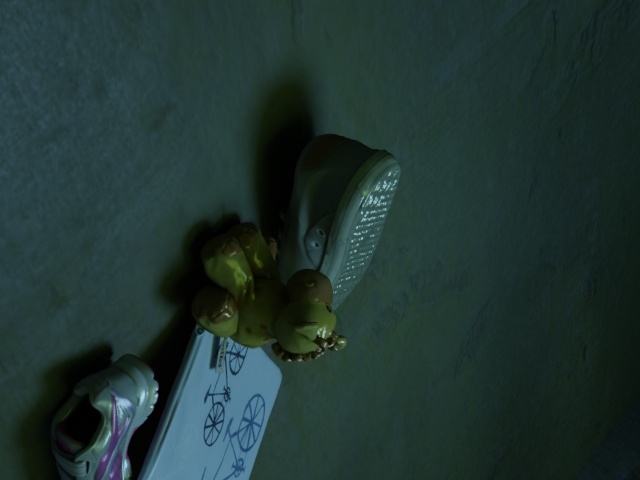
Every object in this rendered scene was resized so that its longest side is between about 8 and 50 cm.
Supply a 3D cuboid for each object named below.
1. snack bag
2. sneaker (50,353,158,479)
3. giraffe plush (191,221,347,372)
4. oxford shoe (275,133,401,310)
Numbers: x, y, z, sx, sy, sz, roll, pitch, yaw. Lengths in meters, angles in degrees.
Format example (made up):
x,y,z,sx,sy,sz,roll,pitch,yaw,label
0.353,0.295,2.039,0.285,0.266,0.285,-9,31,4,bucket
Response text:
x,y,z,sx,sy,sz,roll,pitch,yaw,label
-0.160,0.276,1.915,0.342,0.037,0.323,60,46,-60,snack bag
-0.298,0.264,1.716,0.111,0.103,0.252,-3,113,-53,sneaker
-0.056,0.090,1.799,0.181,0.170,0.210,-29,124,-59,giraffe plush
0.000,0.000,1.923,0.169,0.130,0.449,-48,166,-33,oxford shoe
